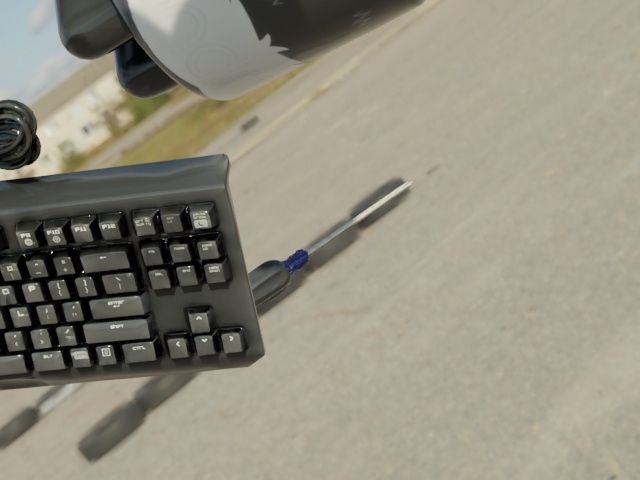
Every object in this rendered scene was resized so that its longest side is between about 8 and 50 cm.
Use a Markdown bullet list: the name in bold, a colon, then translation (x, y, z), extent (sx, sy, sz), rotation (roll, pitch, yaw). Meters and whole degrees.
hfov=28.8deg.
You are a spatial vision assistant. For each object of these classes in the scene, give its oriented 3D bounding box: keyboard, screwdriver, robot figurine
- **keyboard**: translation (-0.115, 0.007, 0.423), extent (0.180, 0.108, 0.023), rotation (-6, 24, 7)
- **screwdriver**: translation (0.000, 0.000, 0.839), extent (0.170, 0.025, 0.024), rotation (-38, 46, -21)
- **robot figurine**: translation (-0.027, -0.192, 0.736), extent (0.278, 0.173, 0.209), rotation (-24, 10, 21)
